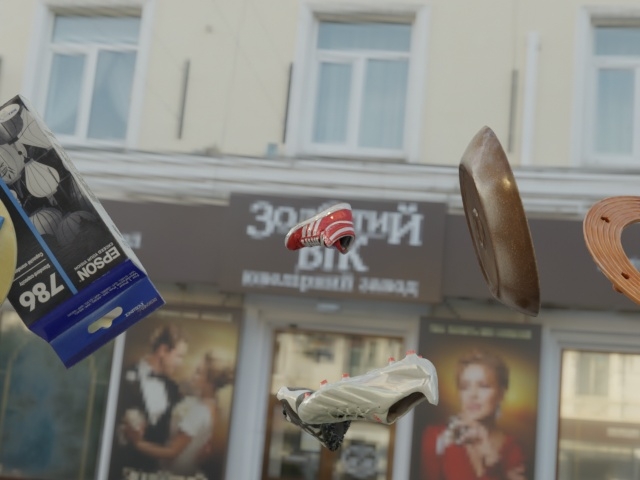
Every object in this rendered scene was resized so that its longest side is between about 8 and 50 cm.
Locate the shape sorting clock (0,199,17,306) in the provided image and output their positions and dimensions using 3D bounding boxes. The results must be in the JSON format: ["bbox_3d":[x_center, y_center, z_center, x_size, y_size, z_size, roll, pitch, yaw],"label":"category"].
[{"bbox_3d":[-0.435,0.021,1.350,0.206,0.206,0.040,3,-14,11],"label":"shape sorting clock"}]

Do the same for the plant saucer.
[{"bbox_3d":[0.174,-0.015,1.208,0.036,0.198,0.198,-15,-13,1],"label":"plant saucer"}]

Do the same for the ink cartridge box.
[{"bbox_3d":[-0.361,-0.009,1.573,0.165,0.333,0.065,-36,-2,-1],"label":"ink cartridge box"}]

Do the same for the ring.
[{"bbox_3d":[0.548,0.046,1.817,0.336,0.336,0.032,9,-54,-17],"label":"ring"}]

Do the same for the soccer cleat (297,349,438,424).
[{"bbox_3d":[0.058,0.204,1.532,0.196,0.076,0.068,-24,-28,21],"label":"soccer cleat"}]

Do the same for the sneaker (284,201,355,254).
[{"bbox_3d":[0.000,0.000,1.731,0.118,0.067,0.042,-32,-36,27],"label":"sneaker"}]

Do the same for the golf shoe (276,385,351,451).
[{"bbox_3d":[-0.010,0.291,2.033,0.094,0.077,0.198,21,-21,29],"label":"golf shoe"}]
